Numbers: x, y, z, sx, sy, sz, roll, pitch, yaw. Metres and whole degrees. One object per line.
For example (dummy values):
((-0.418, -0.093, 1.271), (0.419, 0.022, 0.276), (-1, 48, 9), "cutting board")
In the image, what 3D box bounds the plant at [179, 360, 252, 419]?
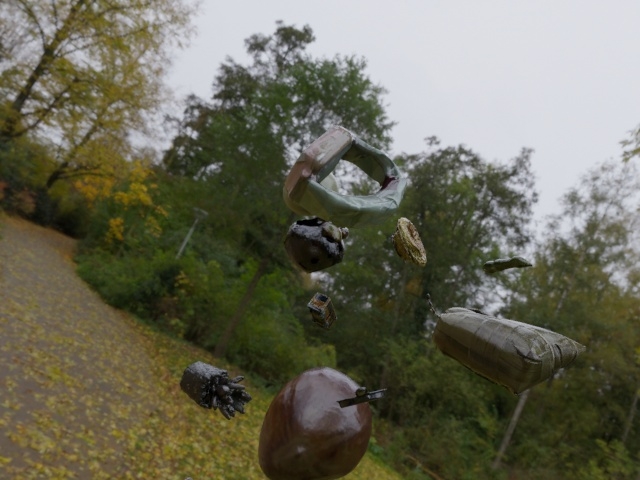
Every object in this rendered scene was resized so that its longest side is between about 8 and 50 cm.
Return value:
((-0.485, 0.695, 2.297), (0.321, 0.194, 0.182), (20, 10, 27), "plant")

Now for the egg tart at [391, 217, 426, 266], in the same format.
((0.388, 0.015, 2.198), (0.106, 0.241, 0.241), (-25, -39, 22), "egg tart")

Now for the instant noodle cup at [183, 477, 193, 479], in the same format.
((-0.204, 0.662, 1.086), (0.255, 0.244, 0.244), (7, -14, 6), "instant noodle cup")

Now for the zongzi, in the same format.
((0.681, 0.373, 1.911), (0.467, 0.218, 0.500), (2, 16, -42), "zongzi")

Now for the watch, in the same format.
((0.072, -0.132, 1.185), (0.241, 0.253, 0.162), (43, -36, 2), "watch")

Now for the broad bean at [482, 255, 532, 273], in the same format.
((0.731, 0.097, 1.982), (0.053, 0.052, 0.256), (31, -19, -16), "broad bean")

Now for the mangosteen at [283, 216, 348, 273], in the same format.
((-0.001, 0.005, 2.068), (0.287, 0.288, 0.233), (90, -18, -83), "mangosteen")

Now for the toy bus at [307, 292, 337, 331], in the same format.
((0.010, 0.330, 2.294), (0.091, 0.103, 0.182), (20, -31, 28), "toy bus")

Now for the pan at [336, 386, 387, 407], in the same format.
((0.104, 0.392, 1.246), (0.136, 0.028, 0.235), (-15, -22, 1), "pan")

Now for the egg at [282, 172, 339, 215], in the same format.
((-0.039, -0.218, 2.206), (0.219, 0.269, 0.219), (29, -46, 35), "egg")

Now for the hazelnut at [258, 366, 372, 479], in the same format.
((-0.020, 0.636, 1.657), (0.352, 0.421, 0.421), (57, -16, -6), "hazelnut")
